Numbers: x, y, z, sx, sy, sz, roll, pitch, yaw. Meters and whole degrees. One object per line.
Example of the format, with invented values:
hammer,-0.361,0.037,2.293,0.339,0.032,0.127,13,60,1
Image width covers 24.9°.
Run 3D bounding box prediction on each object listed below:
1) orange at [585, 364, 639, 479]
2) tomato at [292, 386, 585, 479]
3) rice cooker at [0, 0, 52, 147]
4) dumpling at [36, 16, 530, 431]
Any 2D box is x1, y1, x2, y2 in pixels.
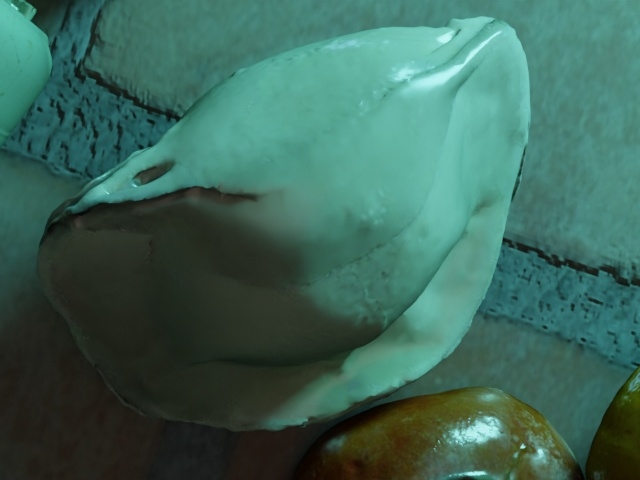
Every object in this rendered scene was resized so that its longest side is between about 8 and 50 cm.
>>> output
orange,0.301,0.185,1.061,0.240,0.171,0.240,1,87,-29
tomato,0.094,0.219,1.066,0.237,0.095,0.237,-1,95,-11
rice cooker,-0.307,-0.097,0.898,0.226,0.226,0.244,35,92,-12
dumpling,0.003,-0.002,1.000,0.341,0.181,0.260,-39,125,-34
